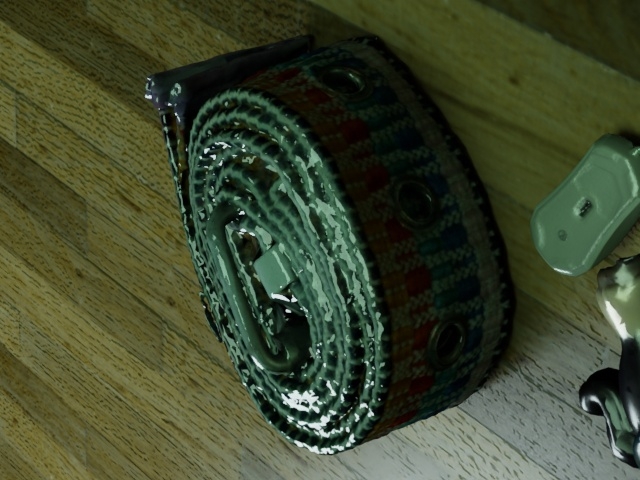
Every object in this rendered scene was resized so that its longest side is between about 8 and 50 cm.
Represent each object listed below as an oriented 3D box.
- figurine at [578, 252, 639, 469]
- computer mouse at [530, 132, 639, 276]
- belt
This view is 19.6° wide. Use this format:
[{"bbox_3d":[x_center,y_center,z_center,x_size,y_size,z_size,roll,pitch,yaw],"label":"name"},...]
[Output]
[{"bbox_3d":[0.265,0.182,1.013,0.306,0.241,0.412,15,102,23],"label":"figurine"},{"bbox_3d":[0.177,-0.025,1.165,0.056,0.032,0.110,54,132,21],"label":"computer mouse"},{"bbox_3d":[0.000,0.000,1.302,0.207,0.160,0.295,-11,97,55],"label":"belt"}]
